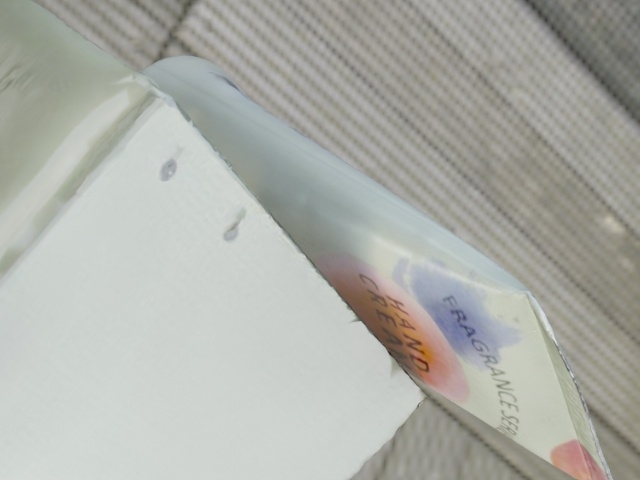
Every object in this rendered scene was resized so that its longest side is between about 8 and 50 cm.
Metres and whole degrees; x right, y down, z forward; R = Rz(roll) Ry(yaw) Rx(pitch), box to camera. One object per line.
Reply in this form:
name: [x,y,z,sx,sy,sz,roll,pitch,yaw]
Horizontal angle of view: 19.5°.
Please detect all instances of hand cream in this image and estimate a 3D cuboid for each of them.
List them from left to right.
hand cream: [0.000,0.000,0.839,0.078,0.341,0.124,-39,135,-15]

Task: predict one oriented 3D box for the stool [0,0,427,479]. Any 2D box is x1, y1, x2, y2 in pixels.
stool: [-0.131,0.014,0.776,0.170,0.243,0.269,-50,143,-6]
